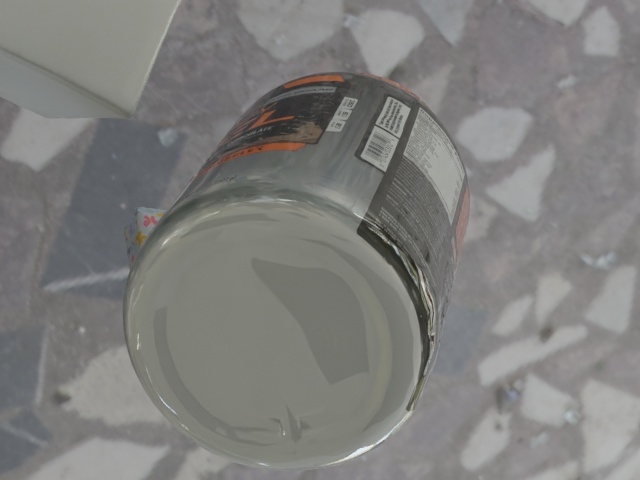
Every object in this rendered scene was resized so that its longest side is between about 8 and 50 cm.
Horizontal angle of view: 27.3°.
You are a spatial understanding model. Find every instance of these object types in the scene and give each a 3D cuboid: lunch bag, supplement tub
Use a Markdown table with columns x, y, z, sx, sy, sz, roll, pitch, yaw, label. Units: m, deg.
| x | y | z | sx | sy | sz | roll | pitch | yaw | label |
| --- | --- | --- | --- | --- | --- | --- | --- | --- | --- |
| -0.155 | 0.006 | 1.364 | 0.083 | 0.071 | 0.053 | 9 | 141 | -29 | lunch bag |
| 0.000 | 0.000 | 0.967 | 0.207 | 0.338 | 0.207 | 4 | 113 | 10 | supplement tub |

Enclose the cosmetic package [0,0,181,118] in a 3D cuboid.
| x | y | z | sx | sy | sz | roll | pitch | yaw | label |
| --- | --- | --- | --- | --- | --- | --- | --- | --- | --- |
| -0.292 | -0.268 | 0.804 | 0.453 | 0.161 | 0.230 | 26 | 79 | -30 | cosmetic package |
